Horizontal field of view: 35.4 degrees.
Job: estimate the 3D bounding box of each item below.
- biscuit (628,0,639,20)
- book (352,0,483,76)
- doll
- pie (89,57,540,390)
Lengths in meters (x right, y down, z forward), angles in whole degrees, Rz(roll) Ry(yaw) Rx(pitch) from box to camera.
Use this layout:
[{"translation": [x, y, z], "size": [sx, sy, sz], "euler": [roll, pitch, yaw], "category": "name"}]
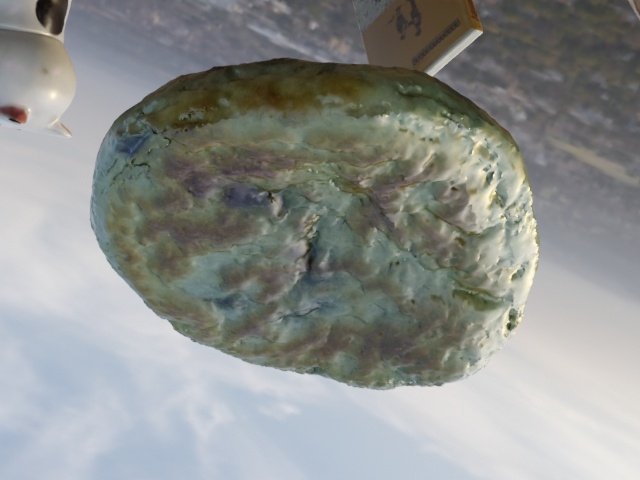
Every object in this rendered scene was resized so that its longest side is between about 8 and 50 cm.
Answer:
[{"translation": [0.216, -0.048, 0.454], "size": [0.312, 0.057, 0.351], "euler": [21, -138, -56], "category": "biscuit"}, {"translation": [0.073, -0.208, 0.849], "size": [0.012, 0.118, 0.172], "euler": [12, -127, -36], "category": "book"}, {"translation": [-0.263, -0.179, 0.853], "size": [0.107, 0.180, 0.110], "euler": [-2, 177, 23], "category": "doll"}, {"translation": [0.000, 0.000, 0.506], "size": [0.240, 0.054, 0.240], "euler": [5, 140, 4], "category": "pie"}]
